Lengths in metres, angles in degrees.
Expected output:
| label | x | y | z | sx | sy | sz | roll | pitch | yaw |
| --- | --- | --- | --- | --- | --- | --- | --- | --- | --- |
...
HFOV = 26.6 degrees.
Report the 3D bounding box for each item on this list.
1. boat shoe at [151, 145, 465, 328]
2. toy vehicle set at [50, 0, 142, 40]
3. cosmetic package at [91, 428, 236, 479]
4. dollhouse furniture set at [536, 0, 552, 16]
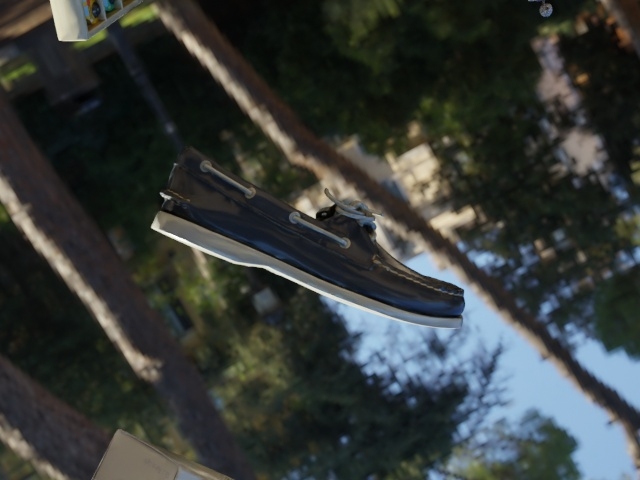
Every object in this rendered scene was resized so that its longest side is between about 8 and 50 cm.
| label | x | y | z | sx | sy | sz | roll | pitch | yaw |
| --- | --- | --- | --- | --- | --- | --- | --- | --- | --- |
| boat shoe | 0.000 | 0.000 | 1.043 | 0.095 | 0.254 | 0.079 | 178 | -68 | -86 |
| toy vehicle set | -0.261 | -0.370 | 1.482 | 0.035 | 0.267 | 0.166 | 1 | -154 | 17 |
| cosmetic package | -0.087 | 0.322 | 1.446 | 0.160 | 0.309 | 0.113 | 15 | -104 | 56 |
| dollhouse furniture set | 0.218 | -0.243 | 1.150 | 0.114 | 0.091 | 0.081 | -13 | -129 | 0 |
